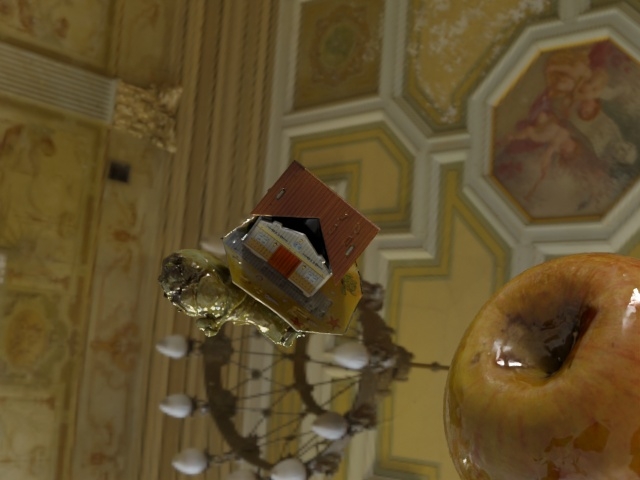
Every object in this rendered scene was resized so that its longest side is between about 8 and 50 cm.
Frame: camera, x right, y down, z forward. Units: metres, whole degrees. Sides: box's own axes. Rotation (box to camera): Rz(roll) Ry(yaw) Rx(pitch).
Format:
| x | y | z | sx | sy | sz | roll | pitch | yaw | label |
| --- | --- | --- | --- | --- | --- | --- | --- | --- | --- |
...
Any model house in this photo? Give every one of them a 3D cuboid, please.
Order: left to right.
| x | y | z | sx | sy | sz | roll | pitch | yaw | label |
| --- | --- | --- | --- | --- | --- | --- | --- | --- | --- |
| 0.000 | 0.000 | 1.224 | 0.219 | 0.207 | 0.136 | 39 | -44 | 0 | model house |

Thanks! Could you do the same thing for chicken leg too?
| x | y | z | sx | sy | sz | roll | pitch | yaw | label |
| --- | --- | --- | --- | --- | --- | --- | --- | --- | --- |
| -0.127 | 0.090 | 1.239 | 0.227 | 0.103 | 0.088 | 35 | -75 | -2 | chicken leg |

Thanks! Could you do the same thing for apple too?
| x | y | z | sx | sy | sz | roll | pitch | yaw | label |
| --- | --- | --- | --- | --- | --- | --- | --- | --- | --- |
| 0.277 | 0.176 | 0.865 | 0.299 | 0.275 | 0.299 | -39 | -153 | 24 | apple |
